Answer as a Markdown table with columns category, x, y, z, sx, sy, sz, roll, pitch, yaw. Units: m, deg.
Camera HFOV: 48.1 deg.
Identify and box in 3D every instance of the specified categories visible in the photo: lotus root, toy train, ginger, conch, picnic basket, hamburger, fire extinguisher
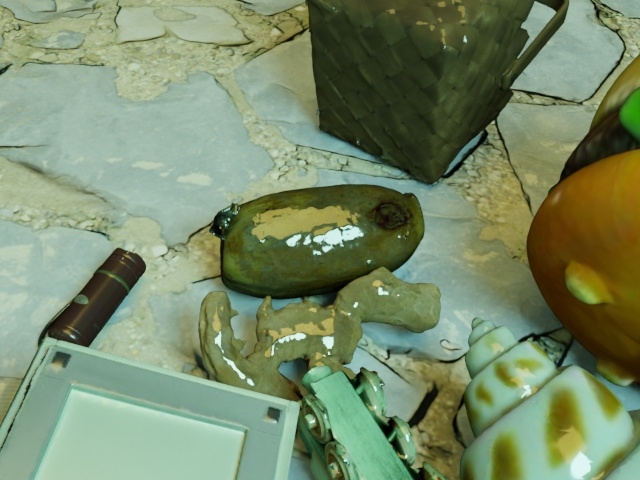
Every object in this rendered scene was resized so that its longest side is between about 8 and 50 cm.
| category | x | y | z | sx | sy | sz | roll | pitch | yaw |
| --- | --- | --- | --- | --- | --- | --- | --- | --- | --- |
| lotus root | 0.000 | 0.000 | 0.790 | 0.241 | 0.123 | 0.124 | -6 | 11 | -9 |
| toy train | 0.038 | 0.202 | 0.615 | 0.080 | 0.125 | 0.194 | -15 | 47 | -26 |
| ginger | 0.010 | 0.109 | 0.722 | 0.258 | 0.065 | 0.149 | -7 | 84 | -19 |
| conch | 0.211 | 0.232 | 0.542 | 0.249 | 0.197 | 0.368 | -22 | 40 | -20 |
| picnic basket | 0.151 | -0.278 | 0.945 | 0.254 | 0.291 | 0.321 | 31 | 62 | 22 |
| hamburger | 0.393 | 0.019 | 0.637 | 0.395 | 0.396 | 0.277 | 27 | 68 | 20 |
| fire extinguisher | -0.251 | 0.076 | 0.768 | 0.078 | 0.045 | 0.157 | -3 | 42 | 33 |

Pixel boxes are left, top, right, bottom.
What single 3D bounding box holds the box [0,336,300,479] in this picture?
| category | x | y | z | sx | sy | sz | roll | pitch | yaw |
| --- | --- | --- | --- | --- | --- | --- | --- | --- | --- |
| box | -0.151 | 0.218 | 0.560 | 0.225 | 0.117 | 0.225 | 16 | 47 | -6 |

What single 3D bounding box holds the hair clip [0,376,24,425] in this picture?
| category | x | y | z | sx | sy | sz | roll | pitch | yaw |
| --- | --- | --- | --- | --- | --- | --- | --- | --- | --- |
| hair clip | -0.298 | 0.224 | 0.617 | 0.140 | 0.054 | 0.220 | 7 | 47 | -2 |
